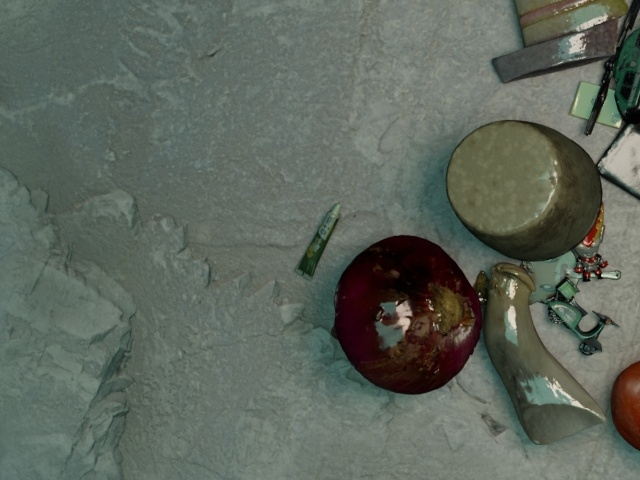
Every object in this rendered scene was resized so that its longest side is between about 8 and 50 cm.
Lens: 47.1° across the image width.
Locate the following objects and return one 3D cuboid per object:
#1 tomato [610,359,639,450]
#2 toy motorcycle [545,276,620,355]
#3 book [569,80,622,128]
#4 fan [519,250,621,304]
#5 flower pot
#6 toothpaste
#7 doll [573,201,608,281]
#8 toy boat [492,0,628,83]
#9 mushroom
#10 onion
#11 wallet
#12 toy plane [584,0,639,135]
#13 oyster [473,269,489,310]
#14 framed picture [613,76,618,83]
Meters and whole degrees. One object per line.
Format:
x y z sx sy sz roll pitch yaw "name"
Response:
0.711 0.358 1.518 0.232 0.232 0.189 35 62 11 "tomato"
0.576 0.173 1.628 0.100 0.058 0.173 -44 85 15 "toy motorcycle"
0.611 -0.297 1.604 0.110 0.014 0.077 21 104 18 "book"
0.557 0.077 1.653 0.226 0.008 0.153 2 95 17 "fan"
0.402 -0.112 1.496 0.293 0.330 0.294 -3 84 27 "flower pot"
0.000 0.000 1.798 0.049 0.031 0.204 30 103 14 "toothpaste"
0.584 0.005 1.616 0.109 0.057 0.169 -12 94 8 "doll"
0.506 -0.482 1.564 0.276 0.111 0.294 9 101 32 "toy boat"
0.458 0.243 1.628 0.177 0.126 0.397 -31 83 29 "mushroom"
0.154 0.175 1.651 0.385 0.347 0.348 -23 87 52 "onion"
0.776 -0.218 1.550 0.247 0.041 0.323 34 106 9 "wallet"
0.668 -0.395 1.524 0.155 0.106 0.382 19 101 47 "toy plane"
0.378 0.119 1.697 0.051 0.034 0.093 -30 81 8 "oyster"
0.706 -0.336 1.580 0.109 0.011 0.149 -27 86 16 "framed picture"
